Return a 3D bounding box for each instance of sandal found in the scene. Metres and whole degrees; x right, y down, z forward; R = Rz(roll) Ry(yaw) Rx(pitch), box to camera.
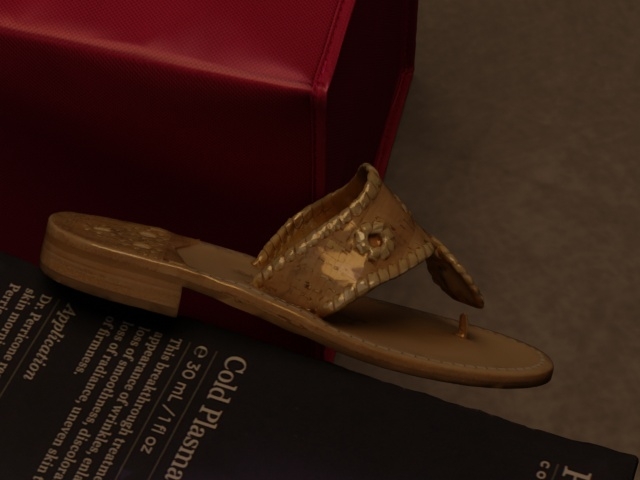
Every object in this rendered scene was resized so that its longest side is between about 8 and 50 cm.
[{"bbox_3d":[0.001,0.002,0.857,0.240,0.079,0.088,13,13,-8],"label":"sandal"}]

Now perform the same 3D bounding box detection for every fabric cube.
[{"bbox_3d":[-0.093,-0.109,1.024,0.258,0.254,0.259,10,52,8],"label":"fabric cube"}]

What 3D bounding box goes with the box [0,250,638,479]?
[{"bbox_3d":[-0.069,0.221,0.813,0.312,0.179,0.343,17,54,14],"label":"box"}]
